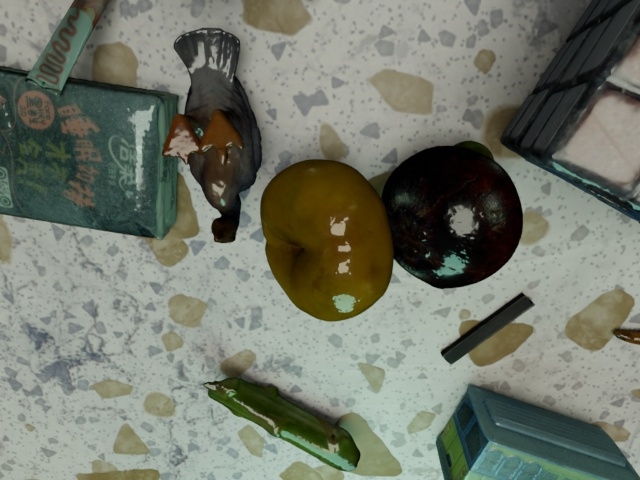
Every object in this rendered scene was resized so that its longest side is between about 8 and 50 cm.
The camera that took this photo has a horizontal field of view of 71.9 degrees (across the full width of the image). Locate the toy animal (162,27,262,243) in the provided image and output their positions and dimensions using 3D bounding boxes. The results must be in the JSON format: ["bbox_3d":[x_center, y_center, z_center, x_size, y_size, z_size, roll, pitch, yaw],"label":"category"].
[{"bbox_3d":[-0.151,-0.146,0.643,0.122,0.185,0.298,-8,85,6],"label":"toy animal"}]

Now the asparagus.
[{"bbox_3d":[-0.076,0.353,0.872,0.343,0.085,0.082,30,105,-7],"label":"asparagus"}]

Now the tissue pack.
[{"bbox_3d":[-0.391,-0.136,0.691,0.315,0.103,0.228,9,111,0],"label":"tissue pack"}]

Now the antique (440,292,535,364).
[{"bbox_3d":[0.308,0.165,0.821,0.192,0.015,0.031,-42,102,15],"label":"antique"}]

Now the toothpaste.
[{"bbox_3d":[-0.341,-0.302,0.619,0.056,0.036,0.205,25,85,8],"label":"toothpaste"}]

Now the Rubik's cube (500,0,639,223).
[{"bbox_3d":[0.455,-0.170,0.487,0.344,0.337,0.344,31,109,5],"label":"Rubik's cube"}]

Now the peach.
[{"bbox_3d":[0.000,0.000,0.666,0.251,0.153,0.251,23,124,40],"label":"peach"}]

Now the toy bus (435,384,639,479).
[{"bbox_3d":[0.402,0.427,0.844,0.312,0.152,0.190,19,110,-4],"label":"toy bus"}]

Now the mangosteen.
[{"bbox_3d":[0.198,-0.037,0.662,0.216,0.216,0.216,1,111,2],"label":"mangosteen"}]

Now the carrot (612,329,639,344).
[{"bbox_3d":[0.621,0.179,0.805,0.165,0.036,0.036,6,111,3],"label":"carrot"}]
